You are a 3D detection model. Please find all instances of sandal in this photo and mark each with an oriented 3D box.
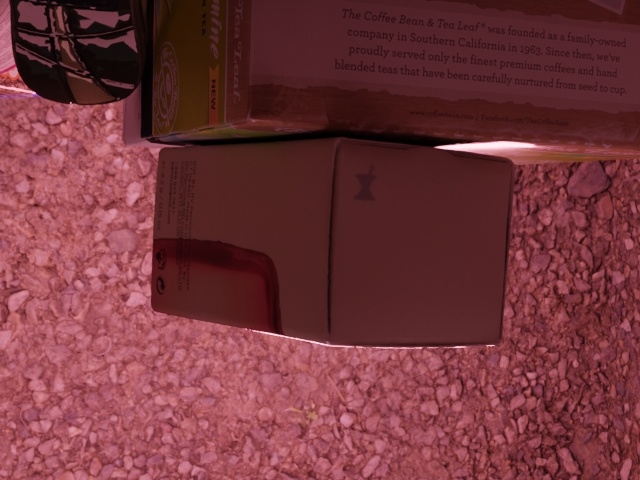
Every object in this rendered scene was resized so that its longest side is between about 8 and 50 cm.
[{"bbox_3d":[-0.158,-0.204,0.795,0.120,0.086,0.303,10,149,-13],"label":"sandal"}]

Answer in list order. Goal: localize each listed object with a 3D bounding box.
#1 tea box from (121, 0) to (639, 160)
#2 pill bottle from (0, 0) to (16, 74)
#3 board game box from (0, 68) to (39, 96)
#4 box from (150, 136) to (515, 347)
[{"bbox_3d":[0.048,-0.172,0.884,0.329,0.220,0.323,1,180,-22],"label":"tea box"},{"bbox_3d":[-0.291,-0.211,0.875,0.160,0.160,0.283,1,-178,-4],"label":"pill bottle"},{"bbox_3d":[-0.466,-0.235,1.258,0.232,0.141,0.291,2,-178,21],"label":"board game box"},{"bbox_3d":[0.000,0.000,0.823,0.149,0.126,0.232,3,-179,-34],"label":"box"}]
